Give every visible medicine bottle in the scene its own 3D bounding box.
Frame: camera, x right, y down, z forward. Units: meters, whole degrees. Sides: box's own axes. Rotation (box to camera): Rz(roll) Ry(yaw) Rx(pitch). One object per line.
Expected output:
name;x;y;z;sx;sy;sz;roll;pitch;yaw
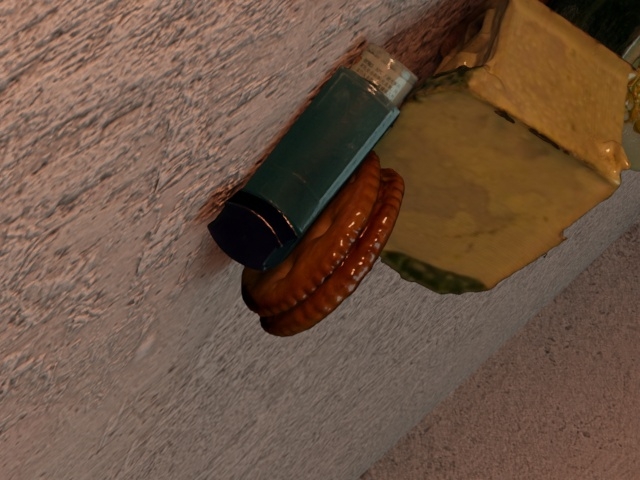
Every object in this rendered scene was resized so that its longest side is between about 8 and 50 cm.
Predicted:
medicine bottle;-0.005;-0.082;1.955;0.258;0.079;0.124;-51;173;-1

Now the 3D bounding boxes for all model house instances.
model house;0.178;-0.138;2.184;0.321;0.261;0.266;-41;-157;47

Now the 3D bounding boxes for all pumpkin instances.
pumpkin;0.384;-0.245;2.401;0.263;0.197;0.293;-50;147;6

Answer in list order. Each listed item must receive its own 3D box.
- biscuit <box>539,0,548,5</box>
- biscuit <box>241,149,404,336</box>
biscuit;0.315;-0.337;2.424;0.140;0.023;0.118;-38;162;-40
biscuit;0.000;0.000;2.031;0.220;0.066;0.220;-45;-161;20
